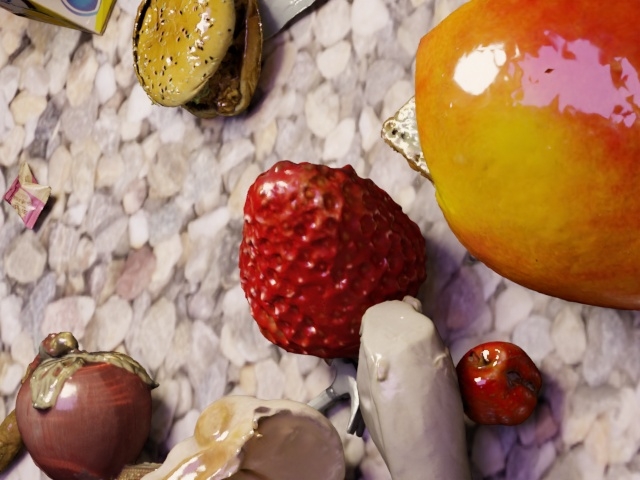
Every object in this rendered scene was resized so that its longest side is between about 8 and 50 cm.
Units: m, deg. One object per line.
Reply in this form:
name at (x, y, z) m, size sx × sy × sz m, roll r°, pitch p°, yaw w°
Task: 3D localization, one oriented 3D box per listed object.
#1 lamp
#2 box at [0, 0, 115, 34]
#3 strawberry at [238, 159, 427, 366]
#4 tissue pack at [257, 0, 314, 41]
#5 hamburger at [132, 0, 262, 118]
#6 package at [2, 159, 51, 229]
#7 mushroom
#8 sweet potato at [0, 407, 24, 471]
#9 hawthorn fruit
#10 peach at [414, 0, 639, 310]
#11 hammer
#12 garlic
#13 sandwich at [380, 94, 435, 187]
lamp at (-0.242, 0.210, 1.948) m, size 0.215 × 0.151 × 0.223 m, roll -4°, pitch 115°, yaw 41°
box at (-0.386, -0.345, 2.129) m, size 0.168 × 0.265 × 0.097 m, roll 17°, pitch 87°, yaw 33°
strawberry at (0.000, 0.000, 1.791) m, size 0.205 × 0.244 × 0.205 m, roll -10°, pitch 53°, yaw 13°
tissue pack at (-0.054, -0.342, 2.069) m, size 0.122 × 0.026 × 0.193 m, roll -31°, pitch 62°, yaw 20°
hamburger at (-0.150, -0.224, 2.029) m, size 0.185 × 0.113 × 0.177 m, roll -46°, pitch 59°, yaw 22°
package at (-0.364, -0.058, 2.166) m, size 0.083 × 0.029 × 0.059 m, roll 43°, pitch 106°, yaw 44°
mushroom at (0.110, 0.229, 1.713) m, size 0.097 × 0.109 × 0.351 m, roll -16°, pitch 87°, yaw -12°
sweet potato at (-0.378, 0.246, 2.073) m, size 0.153 × 0.038 × 0.041 m, roll -46°, pitch 35°, yaw 21°
hawthorn fruit at (0.174, 0.141, 1.740) m, size 0.093 × 0.093 × 0.093 m, roll -10°, pitch 70°, yaw 28°
peach at (0.279, -0.090, 1.580) m, size 0.380 × 0.242 × 0.306 m, roll -10°, pitch 80°, yaw 14°
hammer at (-0.047, 0.215, 1.888) m, size 0.246 × 0.029 × 0.103 m, roll -38°, pitch 58°, yaw 17°
garlic at (-0.103, 0.293, 1.809) m, size 0.185 × 0.203 × 0.281 m, roll 6°, pitch 58°, yaw 50°
sandwich at (0.231, -0.132, 1.791) m, size 0.249 × 0.095 × 0.273 m, roll 43°, pitch 98°, yaw 30°
